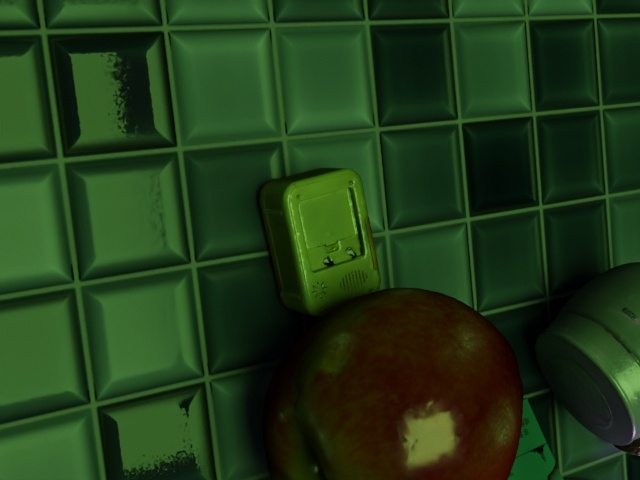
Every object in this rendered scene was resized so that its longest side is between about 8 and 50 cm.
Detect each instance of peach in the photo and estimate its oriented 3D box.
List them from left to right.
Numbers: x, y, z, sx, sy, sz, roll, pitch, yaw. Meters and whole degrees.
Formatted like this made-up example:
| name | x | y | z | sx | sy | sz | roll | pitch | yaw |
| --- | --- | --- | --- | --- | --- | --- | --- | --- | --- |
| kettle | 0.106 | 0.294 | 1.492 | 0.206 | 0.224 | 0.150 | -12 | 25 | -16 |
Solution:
| name | x | y | z | sx | sy | sz | roll | pitch | yaw |
| --- | --- | --- | --- | --- | --- | --- | --- | --- | --- |
| peach | 0.112 | 0.245 | 1.248 | 0.388 | 0.388 | 0.388 | -2 | 93 | -30 |

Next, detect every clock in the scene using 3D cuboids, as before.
| name | x | y | z | sx | sy | sz | roll | pitch | yaw |
| --- | --- | --- | --- | --- | --- | --- | --- | --- | --- |
| clock | 0.000 | 0.000 | 1.317 | 0.143 | 0.096 | 0.202 | -17 | 102 | -30 |

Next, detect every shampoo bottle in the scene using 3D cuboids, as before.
| name | x | y | z | sx | sy | sz | roll | pitch | yaw |
| --- | --- | --- | --- | --- | --- | --- | --- | --- | --- |
| shampoo bottle | 0.535 | 0.190 | 1.529 | 0.266 | 0.273 | 0.273 | -33 | 108 | -18 |

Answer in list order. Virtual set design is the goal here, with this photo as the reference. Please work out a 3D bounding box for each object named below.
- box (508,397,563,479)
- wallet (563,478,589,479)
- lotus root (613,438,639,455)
| name | x | y | z | sx | sy | sz | roll | pitch | yaw |
| --- | --- | --- | --- | --- | --- | --- | --- | --- | --- |
| box | 0.329 | 0.402 | 1.509 | 0.162 | 0.041 | 0.229 | -16 | 76 | -28 |
| wallet | 0.480 | 0.551 | 1.567 | 0.335 | 0.068 | 0.274 | 10 | 49 | -30 |
| lotus root | 0.606 | 0.355 | 1.670 | 0.122 | 0.112 | 0.081 | 2 | 97 | -31 |
